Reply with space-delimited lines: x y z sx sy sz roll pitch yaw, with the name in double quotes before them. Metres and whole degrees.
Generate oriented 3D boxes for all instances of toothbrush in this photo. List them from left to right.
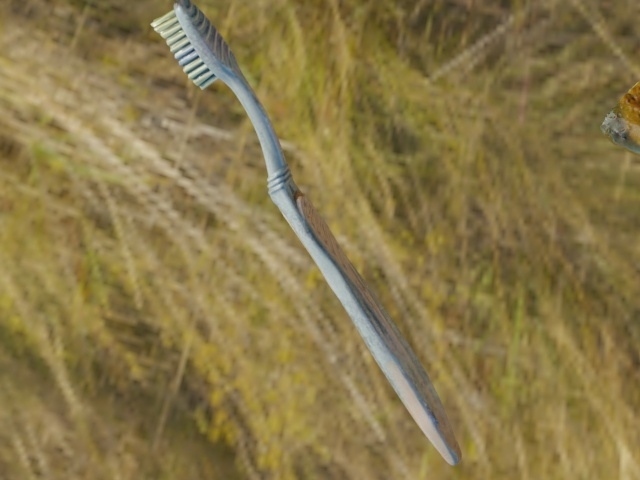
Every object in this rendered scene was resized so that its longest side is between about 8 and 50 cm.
"toothbrush" 0.000 0.000 1.247 0.037 0.028 0.375 -26 104 30

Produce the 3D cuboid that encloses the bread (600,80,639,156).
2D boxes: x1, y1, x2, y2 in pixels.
"bread" 0.301 -0.090 1.375 0.136 0.154 0.054 37 157 13
